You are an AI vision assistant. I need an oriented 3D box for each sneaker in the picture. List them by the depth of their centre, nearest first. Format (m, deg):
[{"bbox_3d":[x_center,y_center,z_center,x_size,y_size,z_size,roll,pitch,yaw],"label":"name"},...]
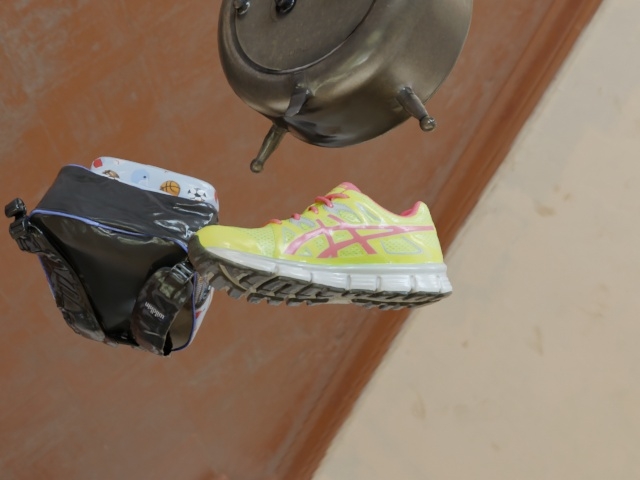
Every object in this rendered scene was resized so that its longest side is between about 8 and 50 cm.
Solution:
[{"bbox_3d":[0.000,0.000,0.681,0.208,0.094,0.081,6,164,-24],"label":"sneaker"}]

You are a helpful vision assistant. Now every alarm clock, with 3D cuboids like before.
[{"bbox_3d":[0.008,-0.135,0.457,0.064,0.129,0.192,31,56,-49],"label":"alarm clock"}]

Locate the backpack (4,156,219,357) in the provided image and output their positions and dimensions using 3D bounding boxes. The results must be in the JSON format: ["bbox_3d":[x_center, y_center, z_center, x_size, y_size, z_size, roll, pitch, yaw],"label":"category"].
[{"bbox_3d":[-0.260,0.029,1.233,0.213,0.276,0.263,-62,166,-47],"label":"backpack"}]
